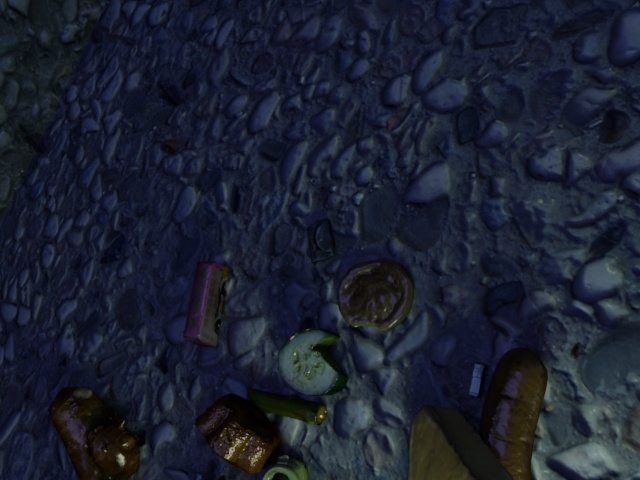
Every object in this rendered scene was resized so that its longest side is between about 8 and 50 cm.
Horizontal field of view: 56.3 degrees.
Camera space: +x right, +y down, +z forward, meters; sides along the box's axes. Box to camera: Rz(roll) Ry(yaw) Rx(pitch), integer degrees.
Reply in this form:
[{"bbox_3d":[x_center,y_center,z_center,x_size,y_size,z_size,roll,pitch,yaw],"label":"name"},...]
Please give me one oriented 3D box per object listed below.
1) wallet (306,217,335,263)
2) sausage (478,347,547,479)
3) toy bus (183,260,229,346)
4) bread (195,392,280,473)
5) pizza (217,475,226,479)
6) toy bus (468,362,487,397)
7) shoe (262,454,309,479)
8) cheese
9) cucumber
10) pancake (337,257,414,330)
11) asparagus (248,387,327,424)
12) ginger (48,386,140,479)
[{"bbox_3d":[0.000,0.000,1.861,0.088,0.026,0.129,-22,63,25],"label":"wallet"},{"bbox_3d":[0.423,0.493,1.364,0.136,0.123,0.501,9,77,12],"label":"sausage"},{"bbox_3d":[-0.379,0.209,1.979,0.090,0.112,0.274,-1,73,24],"label":"toy bus"},{"bbox_3d":[-0.229,0.548,1.684,0.246,0.232,0.135,40,97,5],"label":"bread"},{"bbox_3d":[-0.319,0.791,1.713,0.365,0.073,0.182,-53,18,23],"label":"pizza"},{"bbox_3d":[0.391,0.346,1.486,0.031,0.037,0.083,7,76,33],"label":"toy bus"},{"bbox_3d":[-0.109,0.720,1.622,0.140,0.128,0.262,-8,64,36],"label":"shoe"},{"bbox_3d":[0.285,0.600,1.346,0.384,0.104,0.384,-171,90,-76],"label":"cheese"},{"bbox_3d":[-0.020,0.350,1.692,0.191,0.130,0.191,-8,73,28],"label":"cucumber"},{"bbox_3d":[0.151,0.151,1.704,0.236,0.042,0.223,25,89,36],"label":"pancake"},{"bbox_3d":[-0.108,0.480,1.739,0.277,0.060,0.067,0,84,33],"label":"asparagus"},{"bbox_3d":[-0.748,0.643,2.012,0.254,0.176,0.418,-44,64,14],"label":"ginger"}]
